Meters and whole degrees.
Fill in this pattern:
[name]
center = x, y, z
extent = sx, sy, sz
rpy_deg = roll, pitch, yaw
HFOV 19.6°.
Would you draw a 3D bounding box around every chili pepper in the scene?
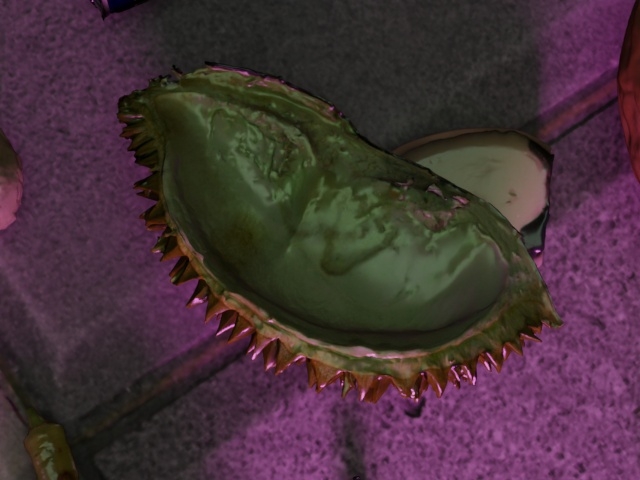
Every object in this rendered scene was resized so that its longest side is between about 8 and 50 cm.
[chili pepper]
center = -0.220, 0.241, 1.511
extent = 0.049, 0.043, 0.208
rpy_deg = 2, 87, -20

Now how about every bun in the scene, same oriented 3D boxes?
[bun]
center = -0.293, -0.049, 1.504
extent = 0.115, 0.069, 0.115
rpy_deg = -3, 76, 10

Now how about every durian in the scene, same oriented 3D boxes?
[durian]
center = -0.002, 0.002, 1.470
extent = 0.394, 0.163, 0.198
rpy_deg = 37, 104, 1

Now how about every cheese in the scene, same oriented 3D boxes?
[cheese]
center = 0.069, -0.041, 1.558
extent = 0.252, 0.054, 0.127
rpy_deg = 6, 85, -6

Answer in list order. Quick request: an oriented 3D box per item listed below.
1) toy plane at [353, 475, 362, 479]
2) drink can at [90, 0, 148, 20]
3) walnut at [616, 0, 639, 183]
[toy plane]
center = 0.037, 0.245, 1.540
extent = 0.031, 0.049, 0.120
rpy_deg = -14, 106, -7
[drink can]
center = -0.092, -0.270, 1.529
extent = 0.235, 0.097, 0.097
rpy_deg = -23, 90, -7
[walnut]
center = 0.387, -0.127, 1.505
extent = 0.277, 0.252, 0.313
rpy_deg = -15, 93, -19
